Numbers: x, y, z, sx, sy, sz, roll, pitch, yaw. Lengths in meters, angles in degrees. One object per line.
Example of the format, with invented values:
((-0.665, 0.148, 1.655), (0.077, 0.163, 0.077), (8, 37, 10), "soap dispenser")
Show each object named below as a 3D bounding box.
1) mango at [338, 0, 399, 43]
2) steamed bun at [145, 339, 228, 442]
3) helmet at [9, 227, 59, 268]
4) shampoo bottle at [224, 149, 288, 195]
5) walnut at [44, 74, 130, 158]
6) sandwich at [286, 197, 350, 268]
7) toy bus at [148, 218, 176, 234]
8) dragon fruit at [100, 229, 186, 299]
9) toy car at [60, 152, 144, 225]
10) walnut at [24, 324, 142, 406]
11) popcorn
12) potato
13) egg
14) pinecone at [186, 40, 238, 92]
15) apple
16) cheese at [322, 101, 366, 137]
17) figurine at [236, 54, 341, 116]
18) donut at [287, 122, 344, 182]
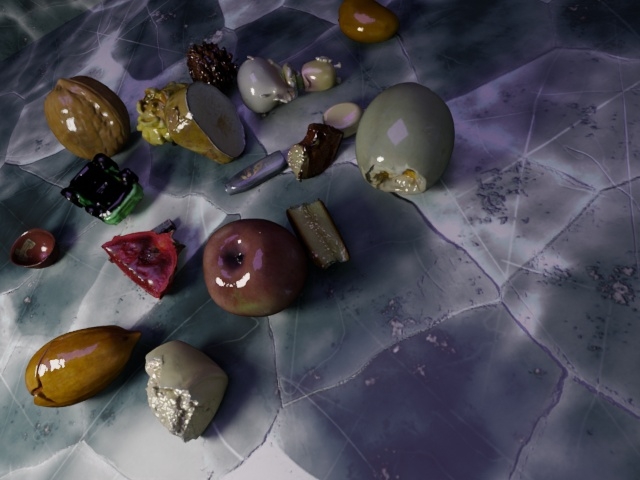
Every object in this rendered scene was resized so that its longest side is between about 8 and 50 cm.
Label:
((0.177, -0.858, 1.597), (0.254, 0.139, 0.175), (41, 83, 25), "mango")
((-0.382, 0.380, 1.074), (0.225, 0.170, 0.200), (24, 76, 29), "steamed bun")
((-1.033, 0.044, 1.515), (0.175, 0.106, 0.155), (-5, 63, 10), "helmet")
((-0.228, -0.234, 1.435), (0.233, 0.049, 0.087), (-29, 55, 1), "shampoo bottle")
((-0.937, -0.498, 1.654), (0.332, 0.333, 0.333), (-8, 60, 14), "walnut")
((0.000, 0.000, 1.186), (0.122, 0.128, 0.236), (-26, 58, -1), "sandwich")
((-0.576, -0.024, 1.442), (0.130, 0.037, 0.052), (-34, 55, -3), "toy bus")
((-0.537, 0.063, 1.338), (0.262, 0.134, 0.211), (38, 66, 16), "dragon fruit")
((-0.809, -0.187, 1.538), (0.358, 0.176, 0.213), (28, 74, 25), "toy car")
((-0.676, 0.345, 1.178), (0.336, 0.209, 0.209), (-28, 57, -7), "walnut")
((-0.597, -0.504, 1.618), (0.215, 0.252, 0.286), (44, 84, -13), "popcorn")
((-0.432, -0.415, 1.486), (0.196, 0.300, 0.247), (-11, 47, 32), "potato")
((0.246, -0.304, 1.182), (0.278, 0.278, 0.336), (9, 68, 23), "egg")
((-0.442, -0.709, 1.688), (0.221, 0.221, 0.222), (-8, 60, 14), "pinecone")
((-0.188, 0.074, 1.128), (0.305, 0.235, 0.306), (-5, 75, 20), "apple")
((0.119, -0.430, 1.421), (0.227, 0.064, 0.137), (-11, 62, 14), "cheese")
((-0.108, -0.580, 1.517), (0.394, 0.227, 0.275), (-12, 45, -4), "figurine")
((-0.024, -0.300, 1.374), (0.126, 0.144, 0.187), (44, 122, 38), "donut")
